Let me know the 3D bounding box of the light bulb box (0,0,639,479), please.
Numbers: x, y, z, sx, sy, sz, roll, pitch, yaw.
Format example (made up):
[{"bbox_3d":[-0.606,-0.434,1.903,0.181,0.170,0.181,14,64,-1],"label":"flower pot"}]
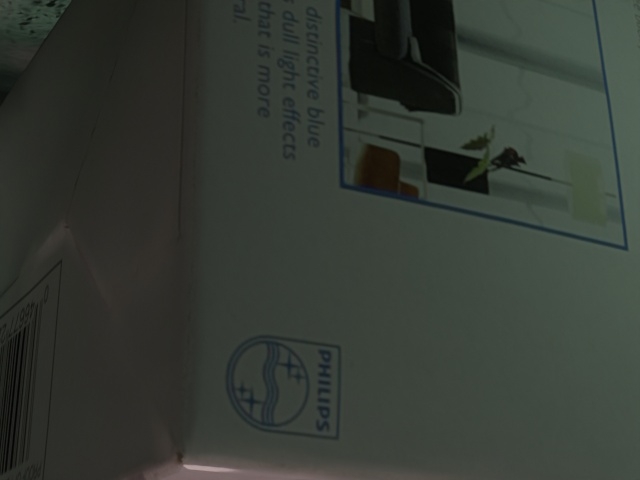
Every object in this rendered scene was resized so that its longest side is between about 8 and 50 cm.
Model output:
[{"bbox_3d":[0.032,0.043,0.580,0.361,0.225,0.358,11,156,-27],"label":"light bulb box"}]
